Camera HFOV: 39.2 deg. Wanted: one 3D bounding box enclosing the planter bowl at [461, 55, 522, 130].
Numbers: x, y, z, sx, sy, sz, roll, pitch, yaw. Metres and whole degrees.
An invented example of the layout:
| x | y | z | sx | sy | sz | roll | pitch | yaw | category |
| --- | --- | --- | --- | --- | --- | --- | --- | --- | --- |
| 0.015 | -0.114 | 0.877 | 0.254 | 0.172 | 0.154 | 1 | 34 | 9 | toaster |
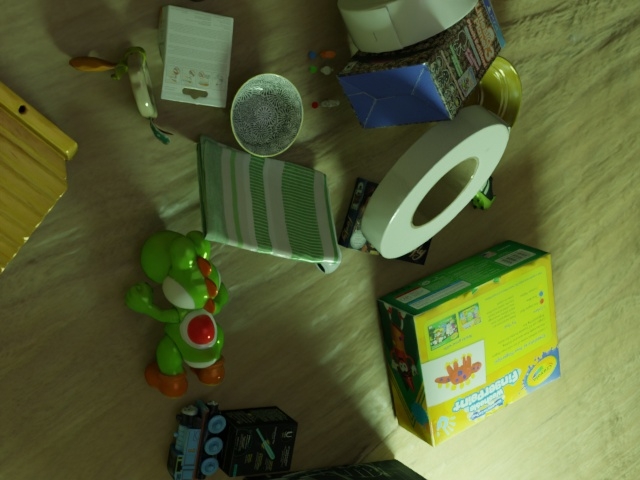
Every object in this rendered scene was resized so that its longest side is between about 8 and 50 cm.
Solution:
| x | y | z | sx | sy | sz | roll | pitch | yaw | category |
| --- | --- | --- | --- | --- | --- | --- | --- | --- | --- |
| 0.373 | -0.337 | 2.150 | 0.217 | 0.090 | 0.217 | -11 | 110 | -31 | planter bowl |

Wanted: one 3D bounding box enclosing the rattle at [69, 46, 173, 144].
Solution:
| x | y | z | sx | sy | sz | roll | pitch | yaw | category |
| --- | --- | --- | --- | --- | --- | --- | --- | --- | --- |
| -0.369 | -0.259 | 1.696 | 0.142 | 0.130 | 0.200 | -23 | 142 | -15 | rattle |

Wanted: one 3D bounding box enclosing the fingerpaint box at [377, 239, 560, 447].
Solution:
| x | y | z | sx | sy | sz | roll | pitch | yaw | category |
| --- | --- | --- | --- | --- | --- | --- | --- | --- | --- |
| 0.386 | 0.252 | 2.283 | 0.444 | 0.163 | 0.371 | -22 | 114 | -26 | fingerpaint box |

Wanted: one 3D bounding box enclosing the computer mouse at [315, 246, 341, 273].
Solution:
| x | y | z | sx | sy | sz | roll | pitch | yaw | category |
| --- | --- | --- | --- | --- | --- | --- | --- | --- | --- |
| 0.000 | 0.000 | 2.028 | 0.106 | 0.042 | 0.193 | -44 | 123 | -16 | computer mouse |

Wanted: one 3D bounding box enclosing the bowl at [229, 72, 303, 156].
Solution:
| x | y | z | sx | sy | sz | roll | pitch | yaw | category |
| --- | --- | --- | --- | --- | --- | --- | --- | --- | --- |
| -0.126 | -0.262 | 1.846 | 0.170 | 0.080 | 0.170 | -10 | 109 | -30 | bowl |

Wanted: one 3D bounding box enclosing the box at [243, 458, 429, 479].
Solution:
| x | y | z | sx | sy | sz | roll | pitch | yaw | category |
| --- | --- | --- | --- | --- | --- | --- | --- | --- | --- |
| 0.114 | 0.743 | 2.050 | 0.471 | 0.480 | 0.298 | 1 | 101 | -34 | box |

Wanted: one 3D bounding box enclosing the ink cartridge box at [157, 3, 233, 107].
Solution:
| x | y | z | sx | sy | sz | roll | pitch | yaw | category |
| --- | --- | --- | --- | --- | --- | --- | --- | --- | --- |
| -0.246 | -0.357 | 1.751 | 0.145 | 0.045 | 0.179 | 3 | 97 | -34 | ink cartridge box |

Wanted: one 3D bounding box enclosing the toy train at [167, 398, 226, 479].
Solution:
| x | y | z | sx | sy | sz | roll | pitch | yaw | category |
| --- | --- | --- | --- | --- | --- | --- | --- | --- | --- |
| -0.271 | 0.436 | 1.954 | 0.105 | 0.080 | 0.184 | 5 | 101 | -29 | toy train |

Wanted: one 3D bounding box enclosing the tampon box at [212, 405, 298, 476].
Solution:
| x | y | z | sx | sy | sz | roll | pitch | yaw | category |
| --- | --- | --- | --- | --- | --- | --- | --- | --- | --- |
| -0.150 | 0.451 | 2.021 | 0.161 | 0.101 | 0.121 | 4 | 102 | -35 | tampon box |

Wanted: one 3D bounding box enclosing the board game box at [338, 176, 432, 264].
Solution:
| x | y | z | sx | sy | sz | roll | pitch | yaw | category |
| --- | --- | --- | --- | --- | --- | --- | --- | --- | --- |
| 0.169 | -0.043 | 2.128 | 0.243 | 0.042 | 0.165 | 12 | 96 | -35 | board game box |

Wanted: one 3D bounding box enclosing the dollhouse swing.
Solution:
| x | y | z | sx | sy | sz | roll | pitch | yaw | category |
| --- | --- | --- | --- | --- | --- | --- | --- | --- | --- |
| -0.561 | -0.074 | 1.476 | 0.315 | 0.305 | 0.347 | 42 | 78 | -34 | dollhouse swing |

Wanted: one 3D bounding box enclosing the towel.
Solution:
| x | y | z | sx | sy | sz | roll | pitch | yaw | category |
| --- | --- | --- | --- | --- | --- | --- | --- | --- | --- |
| -0.105 | -0.078 | 1.852 | 0.324 | 0.038 | 0.248 | 15 | 53 | -35 | towel |

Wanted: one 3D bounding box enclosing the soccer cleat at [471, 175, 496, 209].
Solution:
| x | y | z | sx | sy | sz | roll | pitch | yaw | category |
| --- | --- | --- | --- | --- | --- | --- | --- | --- | --- |
| 0.392 | -0.156 | 2.240 | 0.072 | 0.060 | 0.179 | -46 | 130 | -25 | soccer cleat |

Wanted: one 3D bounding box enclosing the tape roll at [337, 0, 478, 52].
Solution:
| x | y | z | sx | sy | sz | roll | pitch | yaw | category |
| --- | --- | --- | --- | --- | --- | --- | --- | --- | --- |
| 0.180 | -0.502 | 1.855 | 0.286 | 0.286 | 0.100 | -38 | 122 | -19 | tape roll |

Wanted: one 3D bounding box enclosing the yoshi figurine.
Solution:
| x | y | z | sx | sy | sz | roll | pitch | yaw | category |
| --- | --- | --- | --- | --- | --- | --- | --- | --- | --- |
| -0.287 | 0.126 | 1.829 | 0.202 | 0.204 | 0.362 | 8 | 119 | 5 | yoshi figurine |

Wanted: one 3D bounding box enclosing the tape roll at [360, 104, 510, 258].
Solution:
| x | y | z | sx | sy | sz | roll | pitch | yaw | category |
| --- | --- | --- | --- | --- | --- | --- | --- | --- | --- |
| 0.251 | -0.125 | 1.955 | 0.392 | 0.072 | 0.392 | -38 | 159 | -18 | tape roll |

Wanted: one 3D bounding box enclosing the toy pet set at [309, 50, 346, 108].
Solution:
| x | y | z | sx | sy | sz | roll | pitch | yaw | category |
| --- | --- | --- | --- | --- | --- | --- | --- | --- | --- |
| 0.035 | -0.352 | 1.955 | 0.114 | 0.065 | 0.122 | -1 | 103 | 3 | toy pet set |

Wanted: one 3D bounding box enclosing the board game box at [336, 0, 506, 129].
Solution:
| x | y | z | sx | sy | sz | roll | pitch | yaw | category |
| --- | --- | --- | --- | --- | --- | --- | --- | --- | --- |
| 0.216 | -0.382 | 1.894 | 0.291 | 0.232 | 0.141 | -54 | 128 | -35 | board game box |
